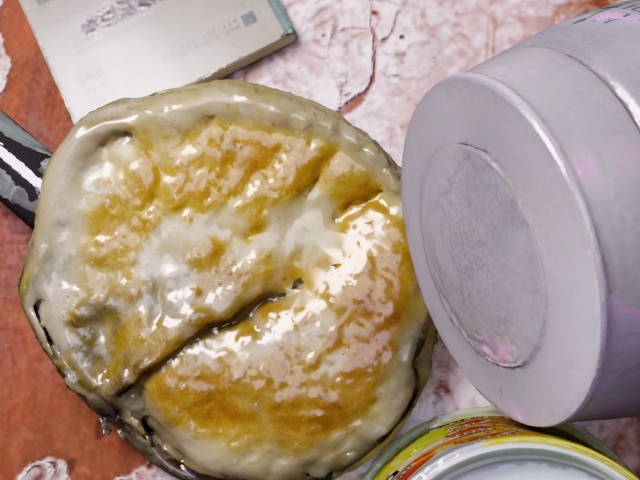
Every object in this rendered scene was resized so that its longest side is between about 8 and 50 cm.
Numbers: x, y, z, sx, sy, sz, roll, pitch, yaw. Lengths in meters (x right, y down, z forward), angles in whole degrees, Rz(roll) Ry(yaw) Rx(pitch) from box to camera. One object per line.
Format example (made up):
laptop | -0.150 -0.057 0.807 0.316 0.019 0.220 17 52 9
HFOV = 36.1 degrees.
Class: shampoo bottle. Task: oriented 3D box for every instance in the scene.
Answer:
shampoo bottle | 0.210 -0.021 0.655 0.266 0.273 0.273 -13 75 -20

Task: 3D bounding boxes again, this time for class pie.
pie | -0.067 0.037 0.760 0.339 0.077 0.339 0 93 3

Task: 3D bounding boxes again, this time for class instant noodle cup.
instant noodle cup | 0.127 0.234 0.658 0.264 0.200 0.264 -1 77 6

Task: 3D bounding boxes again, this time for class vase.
vase | -0.212 -0.025 0.817 0.211 0.060 0.060 40 84 6

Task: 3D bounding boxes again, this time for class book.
book | -0.173 -0.250 0.885 0.214 0.025 0.283 -28 75 -2
